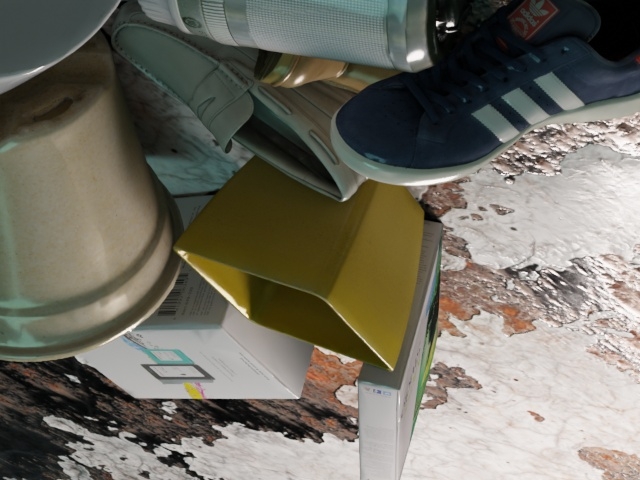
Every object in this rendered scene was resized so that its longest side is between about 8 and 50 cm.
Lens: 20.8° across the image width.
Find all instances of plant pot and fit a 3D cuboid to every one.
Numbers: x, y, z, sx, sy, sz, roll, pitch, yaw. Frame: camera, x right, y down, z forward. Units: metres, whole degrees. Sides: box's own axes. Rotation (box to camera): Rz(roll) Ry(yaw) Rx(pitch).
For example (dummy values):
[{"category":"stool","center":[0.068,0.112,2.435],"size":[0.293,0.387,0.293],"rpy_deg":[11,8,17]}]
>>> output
[{"category":"plant pot","center":[-0.329,-0.088,1.950],"size":[0.334,0.334,0.305],"rpy_deg":[11,141,10]},{"category":"plant pot","center":[0.000,0.000,1.986],"size":[0.212,0.187,0.212],"rpy_deg":[17,162,33]}]

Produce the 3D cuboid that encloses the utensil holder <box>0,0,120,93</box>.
[{"category":"utensil holder","center":[-0.352,-0.262,1.502],"size":[0.327,0.327,0.385],"rpy_deg":[29,165,-22]}]

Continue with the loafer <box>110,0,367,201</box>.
[{"category":"loafer","center":[-0.085,-0.150,1.852],"size":[0.319,0.111,0.112],"rpy_deg":[27,146,1]}]

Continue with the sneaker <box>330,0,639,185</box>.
[{"category":"sneaker","center":[0.169,-0.165,1.586],"size":[0.350,0.131,0.148],"rpy_deg":[-21,146,-22]}]

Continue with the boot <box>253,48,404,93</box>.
[{"category":"boot","center":[0.075,-0.161,1.720],"size":[0.269,0.236,0.089],"rpy_deg":[23,108,-9]}]

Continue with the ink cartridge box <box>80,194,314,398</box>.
[{"category":"ink cartridge box","center":[-0.160,0.075,2.236],"size":[0.270,0.198,0.197],"rpy_deg":[-3,147,33]}]

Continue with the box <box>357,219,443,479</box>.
[{"category":"box","center":[0.101,0.148,2.195],"size":[0.058,0.232,0.322],"rpy_deg":[13,152,8]}]

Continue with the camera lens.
[{"category":"camera lens","center":[-0.002,-0.268,1.507],"size":[0.274,0.219,0.219],"rpy_deg":[10,151,12]}]
